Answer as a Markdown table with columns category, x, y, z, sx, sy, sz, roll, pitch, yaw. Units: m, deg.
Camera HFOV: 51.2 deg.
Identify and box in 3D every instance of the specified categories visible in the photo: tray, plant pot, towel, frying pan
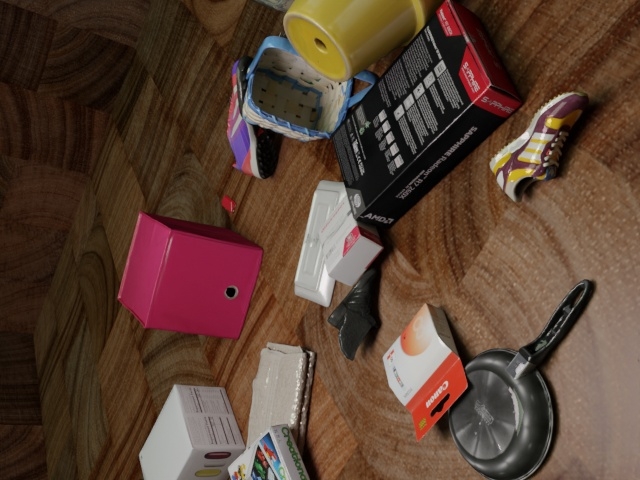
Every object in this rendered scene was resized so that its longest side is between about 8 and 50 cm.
| category | x | y | z | sx | sy | sz | roll | pitch | yaw |
| --- | --- | --- | --- | --- | --- | --- | --- | --- | --- |
| tray | 0.000 | 0.000 | 1.467 | 0.145 | 0.030 | 0.271 | 13 | 90 | 57 |
| plant pot | 0.070 | -0.430 | 1.230 | 0.239 | 0.254 | 0.254 | -49 | 32 | -13 |
| towel | -0.091 | 0.367 | 1.463 | 0.187 | 0.049 | 0.282 | -7 | 74 | 56 |
| frying pan | 0.290 | 0.221 | 0.956 | 0.326 | 0.053 | 0.197 | -50 | 42 | 39 |

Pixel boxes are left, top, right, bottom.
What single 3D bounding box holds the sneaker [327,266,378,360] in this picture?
| category | x | y | z | sx | sy | sz | roll | pitch | yaw |
| --- | --- | --- | --- | --- | --- | --- | --- | --- | --- |
| sneaker | 0.079 | 0.139 | 1.281 | 0.170 | 0.089 | 0.051 | -49 | -5 | -15 |

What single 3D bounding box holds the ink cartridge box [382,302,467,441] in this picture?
| category | x | y | z | sx | sy | sz | roll | pitch | yaw |
| --- | --- | --- | --- | --- | --- | --- | --- | --- | --- |
| ink cartridge box | 0.166 | 0.214 | 1.099 | 0.145 | 0.045 | 0.179 | -57 | 19 | 28 |

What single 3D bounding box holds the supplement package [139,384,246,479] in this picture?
| category | x | y | z | sx | sy | sz | roll | pitch | yaw |
| --- | --- | --- | --- | --- | --- | --- | --- | --- | --- |
| supplement package | -0.328 | 0.529 | 1.671 | 0.262 | 0.145 | 0.204 | -61 | 37 | 24 |

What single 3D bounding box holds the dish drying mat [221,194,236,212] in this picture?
| category | x | y | z | sx | sy | sz | roll | pitch | yaw |
| --- | --- | --- | --- | --- | --- | --- | --- | --- | --- |
| dish drying mat | -0.262 | -0.104 | 1.905 | 0.083 | 0.008 | 0.032 | 36 | 110 | 54 |

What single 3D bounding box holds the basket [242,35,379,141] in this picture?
| category | x | y | z | sx | sy | sz | roll | pitch | yaw |
| --- | --- | --- | --- | --- | --- | --- | --- | --- | --- |
| basket | -0.044 | -0.335 | 1.440 | 0.289 | 0.254 | 0.201 | -10 | 65 | 65 |

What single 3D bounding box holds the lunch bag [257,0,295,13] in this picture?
| category | x | y | z | sx | sy | sz | roll | pitch | yaw |
| --- | --- | --- | --- | --- | --- | --- | --- | --- | --- |
| lunch bag | -0.012 | -0.586 | 1.475 | 0.305 | 0.256 | 0.213 | 42 | 112 | 52 |

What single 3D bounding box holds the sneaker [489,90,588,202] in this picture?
| category | x | y | z | sx | sy | sz | roll | pitch | yaw |
| --- | --- | --- | --- | --- | --- | --- | --- | --- | --- |
| sneaker | 0.337 | -0.136 | 0.991 | 0.185 | 0.069 | 0.084 | -52 | 50 | 42 |

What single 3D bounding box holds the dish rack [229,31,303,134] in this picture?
| category | x | y | z | sx | sy | sz | roll | pitch | yaw |
| --- | --- | --- | --- | --- | --- | --- | --- | --- | --- |
| dish rack | -0.137 | -0.419 | 1.767 | 0.272 | 0.074 | 0.208 | -58 | 39 | 26 |

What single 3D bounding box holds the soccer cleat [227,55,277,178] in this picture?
| category | x | y | z | sx | sy | sz | roll | pitch | yaw |
| --- | --- | --- | --- | --- | --- | --- | --- | --- | --- |
| soccer cleat | -0.189 | -0.298 | 1.642 | 0.116 | 0.109 | 0.318 | 14 | 132 | 26 |

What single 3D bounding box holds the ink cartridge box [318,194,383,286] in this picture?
| category | x | y | z | sx | sy | sz | roll | pitch | yaw |
| --- | --- | --- | --- | --- | --- | --- | --- | --- | --- |
| ink cartridge box | 0.057 | -0.002 | 1.320 | 0.109 | 0.063 | 0.150 | -53 | 26 | 25 |

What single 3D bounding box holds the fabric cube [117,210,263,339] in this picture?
| category | x | y | z | sx | sy | sz | roll | pitch | yaw |
| --- | --- | --- | --- | --- | --- | --- | --- | --- | --- |
| fabric cube | -0.342 | 0.087 | 1.736 | 0.259 | 0.258 | 0.254 | 24 | 98 | 56 |

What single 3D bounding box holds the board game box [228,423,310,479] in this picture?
| category | x | y | z | sx | sy | sz | roll | pitch | yaw |
| --- | --- | --- | --- | --- | --- | --- | --- | --- | --- |
| board game box | -0.076 | 0.551 | 1.331 | 0.193 | 0.053 | 0.305 | -49 | 53 | 35 |

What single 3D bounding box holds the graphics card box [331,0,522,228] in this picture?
| category | x | y | z | sx | sy | sz | roll | pitch | yaw |
| --- | --- | --- | --- | --- | --- | --- | --- | --- | --- |
| graphics card box | 0.174 | -0.220 | 1.226 | 0.371 | 0.094 | 0.233 | -45 | 46 | 37 |
